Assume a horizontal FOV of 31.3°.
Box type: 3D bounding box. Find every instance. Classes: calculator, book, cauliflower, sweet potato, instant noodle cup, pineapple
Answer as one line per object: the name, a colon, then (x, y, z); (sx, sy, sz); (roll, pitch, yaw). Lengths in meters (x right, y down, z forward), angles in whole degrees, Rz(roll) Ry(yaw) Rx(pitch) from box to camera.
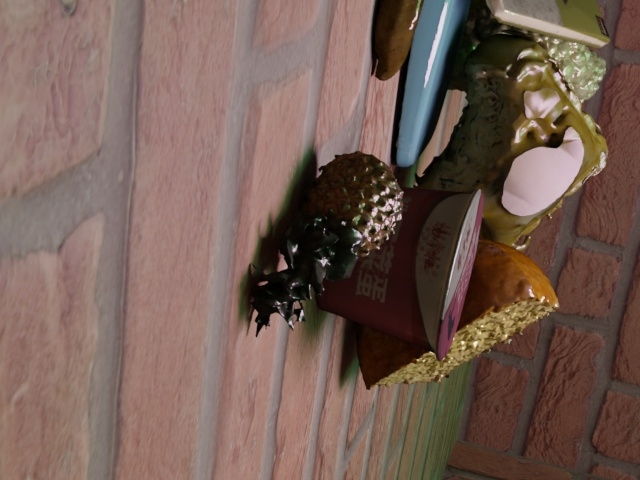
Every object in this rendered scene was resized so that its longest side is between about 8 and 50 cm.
calculator: (0.178, -0.294, 1.799); (0.256, 0.054, 0.386); (-51, 155, -64)
book: (0.339, -0.439, 1.833); (0.352, 0.035, 0.239); (0, 68, -50)
cauliflower: (0.345, -0.305, 2.032); (0.281, 0.327, 0.260); (143, -45, -70)
sweet potato: (0.109, -0.319, 1.473); (0.081, 0.062, 0.233); (-29, 134, -74)
instant noodle cup: (0.105, 0.028, 1.513); (0.235, 0.178, 0.235); (13, 90, -77)
pineapple: (0.000, 0.000, 1.252); (0.251, 0.125, 0.125); (-50, 152, -42)

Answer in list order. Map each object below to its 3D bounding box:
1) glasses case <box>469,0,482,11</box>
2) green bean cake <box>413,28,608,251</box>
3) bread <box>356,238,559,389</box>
glasses case: (0.316, -0.458, 2.151); (0.234, 0.079, 0.064); (75, 37, -63)
green bean cake: (0.290, -0.145, 1.809); (0.310, 0.202, 0.285); (-46, 120, -5)
bread: (0.192, 0.087, 1.746); (0.194, 0.340, 0.179); (4, 58, -42)
